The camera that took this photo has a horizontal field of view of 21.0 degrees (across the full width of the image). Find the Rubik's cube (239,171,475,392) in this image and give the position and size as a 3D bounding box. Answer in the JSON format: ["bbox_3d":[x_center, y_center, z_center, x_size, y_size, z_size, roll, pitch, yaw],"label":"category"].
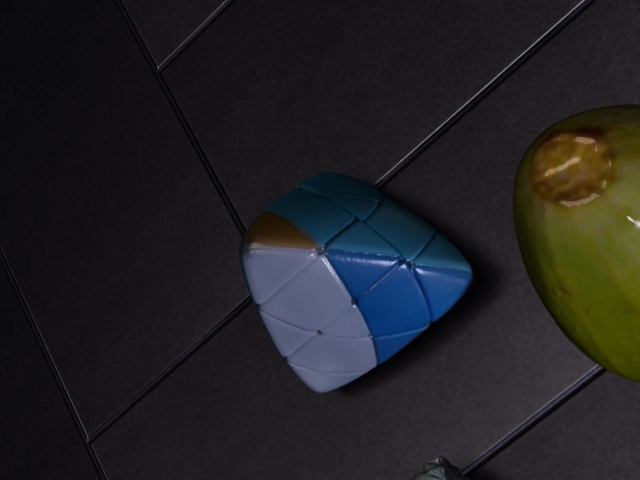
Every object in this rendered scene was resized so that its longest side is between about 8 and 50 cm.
[{"bbox_3d":[0.000,0.000,1.866,0.254,0.254,0.254,-7,77,34],"label":"Rubik's cube"}]

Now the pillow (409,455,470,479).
[{"bbox_3d":[0.127,0.401,1.740,0.283,0.138,0.310,31,101,50],"label":"pillow"}]

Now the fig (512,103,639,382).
[{"bbox_3d":[0.304,-0.010,1.587,0.258,0.326,0.258,-26,48,32],"label":"fig"}]
